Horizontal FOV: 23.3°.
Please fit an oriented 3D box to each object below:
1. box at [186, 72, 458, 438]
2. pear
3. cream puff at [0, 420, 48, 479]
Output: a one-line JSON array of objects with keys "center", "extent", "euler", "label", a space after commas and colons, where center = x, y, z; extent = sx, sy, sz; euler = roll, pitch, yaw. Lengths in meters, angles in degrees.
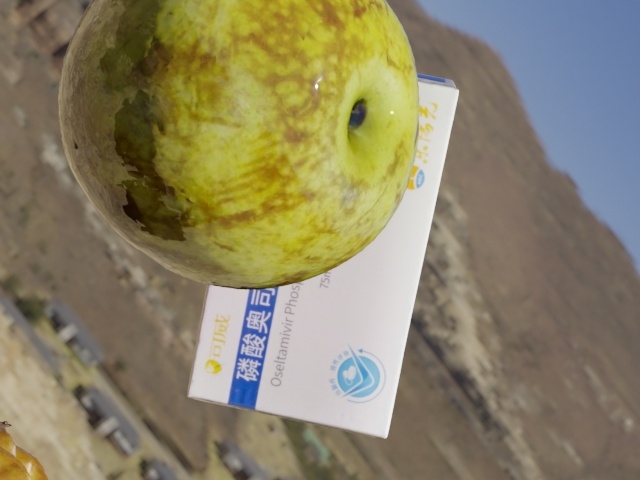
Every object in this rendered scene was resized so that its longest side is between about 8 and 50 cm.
[{"center": [0.000, 0.000, 1.470], "extent": [0.200, 0.343, 0.065], "euler": [12, 10, 2], "label": "box"}, {"center": [-0.065, -0.096, 1.131], "extent": [0.283, 0.283, 0.283], "euler": [52, 3, -4], "label": "pear"}, {"center": [-0.307, 0.197, 1.113], "extent": [0.241, 0.269, 0.155], "euler": [1, 91, -54], "label": "cream puff"}]
